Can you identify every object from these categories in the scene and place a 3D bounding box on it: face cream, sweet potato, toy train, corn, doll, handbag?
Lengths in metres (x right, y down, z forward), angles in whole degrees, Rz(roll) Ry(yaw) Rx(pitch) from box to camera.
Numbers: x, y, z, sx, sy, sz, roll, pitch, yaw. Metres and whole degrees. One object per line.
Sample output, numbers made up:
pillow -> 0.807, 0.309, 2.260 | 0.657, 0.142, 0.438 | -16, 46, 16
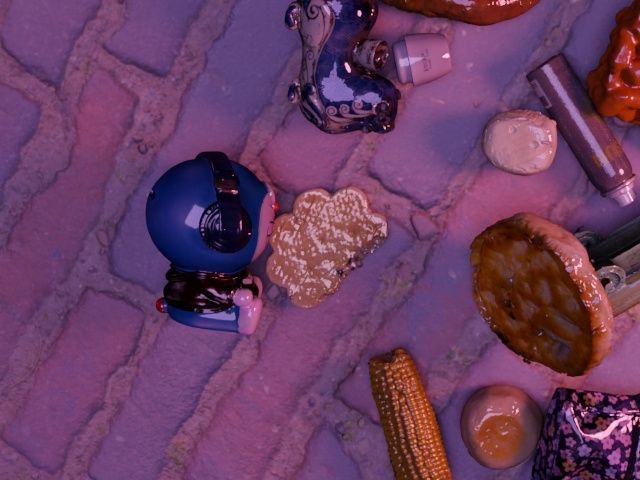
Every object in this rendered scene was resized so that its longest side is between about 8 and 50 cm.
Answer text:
face cream -> 0.456, -0.186, 1.564 | 0.073, 0.073, 0.283 | -32, 93, 15
sweet potato -> 0.207, -0.425, 1.559 | 0.355, 0.106, 0.095 | 10, 143, 7
toy train -> 0.557, 0.031, 1.540 | 0.307, 0.126, 0.189 | -34, 116, 15
corn -> 0.170, 0.358, 1.704 | 0.115, 0.115, 0.317 | -15, 97, 14
doll -> -0.194, -0.006, 1.635 | 0.240, 0.284, 0.309 | 2, 102, -20
handbag -> 0.499, 0.367, 1.623 | 0.208, 0.127, 0.228 | 8, 101, -5
face cream -> 0.177, -0.318, 1.590 | 0.095, 0.091, 0.091 | -11, 98, 6

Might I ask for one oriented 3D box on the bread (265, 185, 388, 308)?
bread -> 0.000, 0.000, 1.708 | 0.182, 0.039, 0.251 | 45, 106, 3

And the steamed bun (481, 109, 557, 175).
steamed bun -> 0.348, -0.170, 1.579 | 0.130, 0.091, 0.112 | 8, 110, 24

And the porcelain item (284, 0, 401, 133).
porcelain item -> 0.045, -0.319, 1.564 | 0.186, 0.138, 0.287 | 13, 115, 25

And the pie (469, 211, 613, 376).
pie -> 0.372, 0.093, 1.532 | 0.092, 0.315, 0.315 | -25, 95, -23

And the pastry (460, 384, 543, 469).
pastry -> 0.333, 0.345, 1.677 | 0.157, 0.092, 0.156 | 1, 104, 3

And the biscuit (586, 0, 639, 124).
biscuit -> 0.625, -0.293, 1.480 | 0.312, 0.110, 0.318 | 31, 106, -5
